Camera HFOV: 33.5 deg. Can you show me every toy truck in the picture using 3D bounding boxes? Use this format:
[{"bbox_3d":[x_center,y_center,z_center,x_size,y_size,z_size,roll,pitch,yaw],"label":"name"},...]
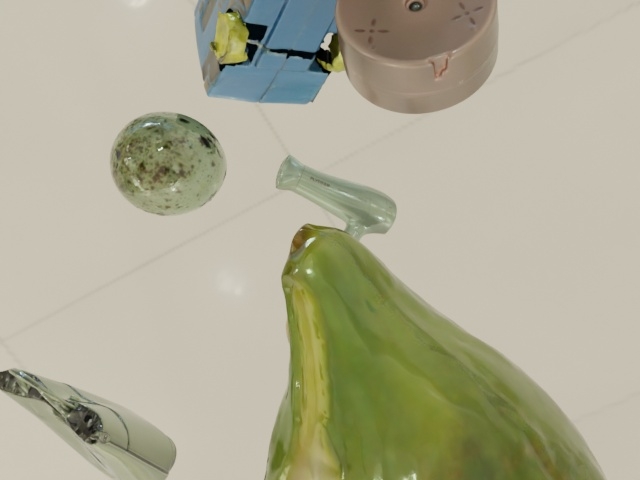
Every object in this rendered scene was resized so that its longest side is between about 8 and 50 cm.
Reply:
[{"bbox_3d":[-0.017,-0.302,1.097,0.161,0.162,0.385,0,148,-25],"label":"toy truck"}]

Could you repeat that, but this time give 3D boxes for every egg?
[{"bbox_3d":[-0.122,-0.062,0.867,0.085,0.110,0.085,1,91,26],"label":"egg"}]

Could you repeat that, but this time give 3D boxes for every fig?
[{"bbox_3d":[0.049,0.111,0.558,0.206,0.206,0.275,-13,109,10],"label":"fig"}]

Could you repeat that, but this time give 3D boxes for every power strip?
[{"bbox_3d":[0.091,-0.199,0.996,0.154,0.154,0.078,-7,148,7],"label":"power strip"}]

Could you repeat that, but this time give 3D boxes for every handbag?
[{"bbox_3d":[-0.374,0.281,1.622,0.241,0.315,0.109,20,77,33],"label":"handbag"}]

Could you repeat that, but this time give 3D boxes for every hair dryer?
[{"bbox_3d":[0.000,0.000,1.750,0.206,0.075,0.237,21,75,-10],"label":"hair dryer"}]

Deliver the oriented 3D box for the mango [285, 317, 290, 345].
[{"bbox_3d":[0.061,0.156,1.563,0.176,0.119,0.317,-17,146,28],"label":"mango"}]
